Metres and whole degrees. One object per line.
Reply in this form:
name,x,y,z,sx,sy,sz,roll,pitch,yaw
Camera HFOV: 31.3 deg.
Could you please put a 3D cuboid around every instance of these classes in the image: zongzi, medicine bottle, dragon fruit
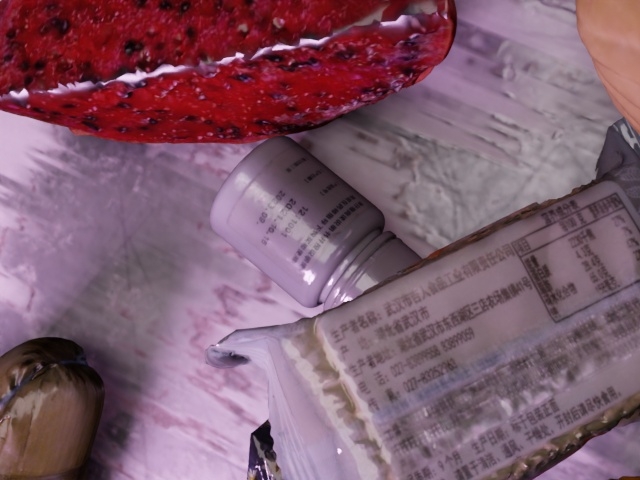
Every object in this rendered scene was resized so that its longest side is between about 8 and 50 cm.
zongzi,-0.275,0.147,0.802,0.242,0.112,0.221,22,97,18
medicine bottle,0.000,0.000,0.732,0.130,0.080,0.080,39,100,12
dragon fruit,-0.042,-0.175,0.729,0.317,0.152,0.205,-5,74,24

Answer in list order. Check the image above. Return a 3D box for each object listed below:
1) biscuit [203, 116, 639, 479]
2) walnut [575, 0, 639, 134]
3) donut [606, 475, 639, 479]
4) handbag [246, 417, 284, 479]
biscuit,0.110,0.066,0.650,0.309,0.079,0.186,-27,82,-15
walnut,0.254,-0.130,0.549,0.261,0.225,0.225,4,90,19
donut,0.156,0.244,0.608,0.277,0.108,0.278,-7,119,-13
handbag,-0.007,0.172,0.727,0.072,0.115,0.139,24,113,17
